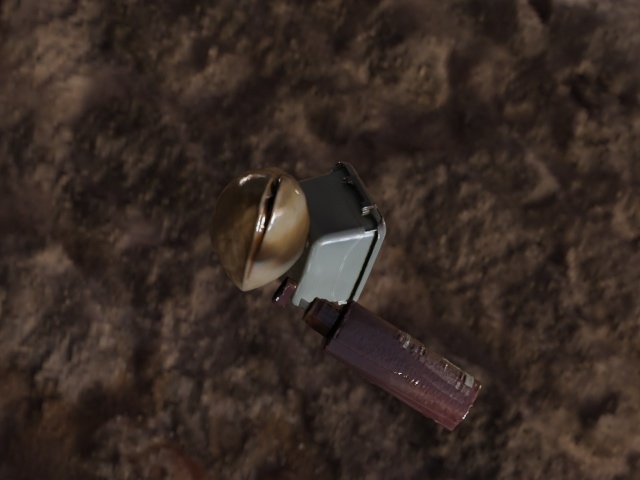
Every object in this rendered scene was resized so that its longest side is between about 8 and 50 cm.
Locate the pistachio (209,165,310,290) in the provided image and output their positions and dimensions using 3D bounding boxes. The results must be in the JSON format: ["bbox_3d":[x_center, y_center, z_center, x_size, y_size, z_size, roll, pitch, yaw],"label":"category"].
[{"bbox_3d":[-0.066,-0.018,1.528,0.108,0.185,0.126,18,-123,0],"label":"pistachio"}]

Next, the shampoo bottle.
[{"bbox_3d":[0.055,0.114,1.464,0.236,0.068,0.067,32,-108,-4],"label":"shampoo bottle"}]

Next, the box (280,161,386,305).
[{"bbox_3d":[0.000,0.000,1.714,0.093,0.172,0.124,-13,-124,-26],"label":"box"}]
